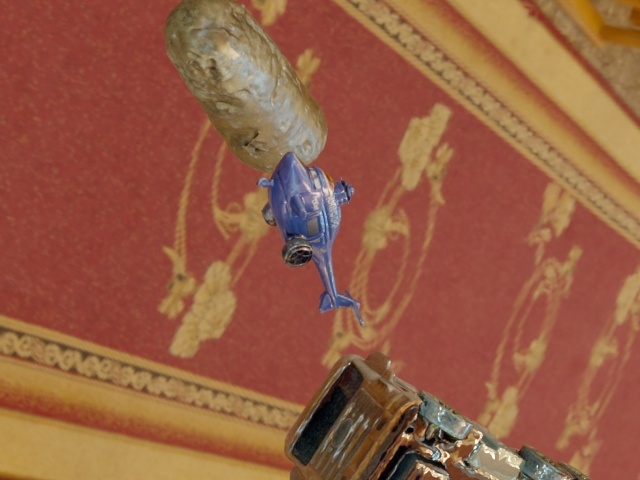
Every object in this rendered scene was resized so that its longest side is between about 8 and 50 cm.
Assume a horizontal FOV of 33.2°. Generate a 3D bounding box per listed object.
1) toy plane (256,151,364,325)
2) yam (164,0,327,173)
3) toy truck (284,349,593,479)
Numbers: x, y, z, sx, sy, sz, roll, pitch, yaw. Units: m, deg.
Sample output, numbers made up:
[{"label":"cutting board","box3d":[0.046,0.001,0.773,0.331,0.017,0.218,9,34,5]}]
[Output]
[{"label":"toy plane","box3d":[0.000,0.000,0.741,0.062,0.054,0.167,-21,136,-5]},{"label":"yam","box3d":[-0.093,-0.187,1.295,0.133,0.133,0.330,-55,156,-7]},{"label":"toy truck","box3d":[0.087,0.165,0.751,0.256,0.140,0.108,32,92,-37]}]
